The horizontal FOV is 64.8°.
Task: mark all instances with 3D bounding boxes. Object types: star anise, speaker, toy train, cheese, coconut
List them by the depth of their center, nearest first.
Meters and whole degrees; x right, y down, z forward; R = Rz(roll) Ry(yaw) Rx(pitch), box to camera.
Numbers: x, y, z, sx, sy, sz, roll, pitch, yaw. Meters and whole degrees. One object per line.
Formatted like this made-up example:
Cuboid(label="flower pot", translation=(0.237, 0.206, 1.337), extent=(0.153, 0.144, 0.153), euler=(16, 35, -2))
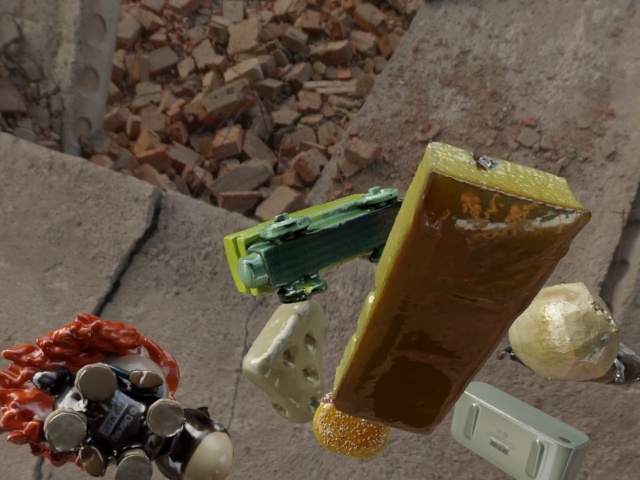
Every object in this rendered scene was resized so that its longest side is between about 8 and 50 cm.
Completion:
Cuboid(label="coconut", translation=(0.466, 0.171, 0.951), extent=(0.194, 0.194, 0.195), euler=(0, 68, 1))
Cuboid(label="toy train", translation=(0.000, 0.000, 1.113), extent=(0.441, 0.272, 0.179), euler=(-20, 100, -28))
Cuboid(label="star anise", translation=(0.608, 0.269, 1.209), extent=(0.315, 0.359, 0.139), euler=(-2, 83, 31))
Cuboid(label="cheese", translation=(-0.063, 0.361, 1.570), extent=(0.129, 0.351, 0.328), euler=(-2, 44, 37))
Cuboid(label="speaker", translation=(0.625, 0.632, 1.632), extent=(0.406, 0.183, 0.184), euler=(21, 102, 47))

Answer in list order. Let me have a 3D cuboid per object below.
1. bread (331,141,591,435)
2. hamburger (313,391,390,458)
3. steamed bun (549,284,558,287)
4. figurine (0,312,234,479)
Cuboid(label="bread", translation=(0.114, 0.078, 0.527), extent=(0.138, 0.362, 0.077), euler=(13, 40, -4))
Cuboid(label="hamburger", translation=(0.086, 0.500, 1.385), extent=(0.210, 0.116, 0.173), euler=(11, 78, 3))
Cuboid(label="steamed bun", translation=(0.789, 0.229, 1.676), extent=(0.106, 0.175, 0.145), euler=(15, 65, 52))
Cuboid(label="figurine", translation=(-0.297, 0.249, 0.750), extent=(0.411, 0.306, 0.241), euler=(0, 71, 45))
